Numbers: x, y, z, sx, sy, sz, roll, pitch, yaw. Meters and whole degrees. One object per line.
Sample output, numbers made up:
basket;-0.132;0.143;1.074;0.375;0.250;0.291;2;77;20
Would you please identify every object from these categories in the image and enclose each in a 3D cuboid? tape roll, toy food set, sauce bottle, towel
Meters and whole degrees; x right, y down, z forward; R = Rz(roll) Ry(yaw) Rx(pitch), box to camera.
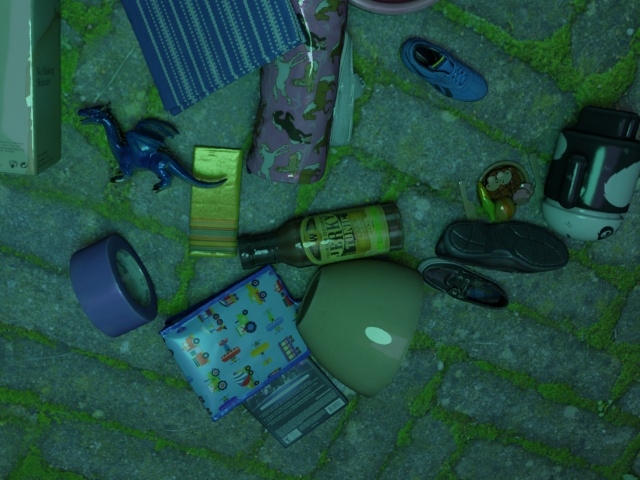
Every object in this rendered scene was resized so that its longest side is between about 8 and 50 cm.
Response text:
tape roll;-0.404;0.090;1.096;0.080;0.189;0.189;-25;111;2
toy food set;0.408;-0.109;1.222;0.192;0.038;0.132;-22;110;0
sauce bottle;0.000;0.000;1.164;0.344;0.111;0.111;-12;110;-4
towel;-0.219;-0.077;1.156;0.102;0.021;0.237;2;108;-13
towel;-0.193;-0.379;0.935;0.336;0.040;0.243;-15;100;36

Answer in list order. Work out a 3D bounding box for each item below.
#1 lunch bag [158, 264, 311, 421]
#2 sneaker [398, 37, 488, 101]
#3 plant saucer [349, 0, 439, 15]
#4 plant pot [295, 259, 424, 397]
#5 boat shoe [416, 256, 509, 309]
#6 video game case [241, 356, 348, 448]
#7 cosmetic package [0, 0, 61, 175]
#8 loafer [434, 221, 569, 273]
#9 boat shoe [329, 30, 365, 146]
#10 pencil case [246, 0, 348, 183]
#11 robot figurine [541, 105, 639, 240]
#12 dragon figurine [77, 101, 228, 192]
lunch bag;-0.159;0.204;1.200;0.293;0.138;0.221;-30;97;-7
sneaker;0.252;-0.333;1.101;0.209;0.082;0.069;24;102;-17
plant saucer;0.129;-0.581;0.995;0.332;0.084;0.332;-3;109;-8
plant pot;0.060;0.153;1.144;0.191;0.284;0.284;24;104;-8
boat shoe;0.330;0.106;1.266;0.228;0.076;0.080;23;104;-15
video game case;-0.089;0.353;1.320;0.196;0.026;0.274;-37;109;5
cosmetic package;-0.531;-0.283;0.966;0.113;0.160;0.309;6;109;-11
loafer;0.405;0.020;1.251;0.302;0.095;0.109;7;66;-12
boat shoe;0.044;-0.295;1.092;0.081;0.079;0.227;1;114;-18
pencil case;-0.045;-0.294;0.991;0.167;0.160;0.386;17;121;13
robot figurine;0.574;-0.135;1.164;0.209;0.173;0.278;7;107;-8
dragon figurine;-0.322;-0.176;1.054;0.289;0.085;0.144;13;118;1
